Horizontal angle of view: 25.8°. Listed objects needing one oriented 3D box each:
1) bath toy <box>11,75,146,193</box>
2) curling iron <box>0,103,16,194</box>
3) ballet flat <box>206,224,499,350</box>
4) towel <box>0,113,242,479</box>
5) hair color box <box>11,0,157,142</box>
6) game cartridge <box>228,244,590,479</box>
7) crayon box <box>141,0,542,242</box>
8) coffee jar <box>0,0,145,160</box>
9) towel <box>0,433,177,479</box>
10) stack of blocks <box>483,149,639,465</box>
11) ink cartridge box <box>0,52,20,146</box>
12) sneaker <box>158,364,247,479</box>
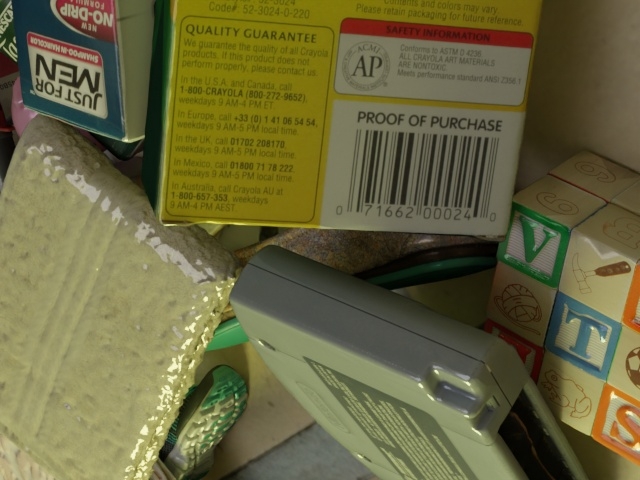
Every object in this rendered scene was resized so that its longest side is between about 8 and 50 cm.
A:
[{"bbox_3d":[-0.195,-0.083,1.079,0.151,0.129,0.348,-1,111,44],"label":"bath toy"},{"bbox_3d":[-0.258,-0.100,1.139,0.035,0.068,0.274,-13,90,44],"label":"curling iron"},{"bbox_3d":[0.000,0.000,0.976,0.316,0.107,0.106,-20,78,42],"label":"ballet flat"},{"bbox_3d":[-0.171,0.062,1.022,0.187,0.049,0.282,37,127,12],"label":"towel"},{"bbox_3d":[-0.092,-0.249,0.798,0.105,0.174,0.347,19,121,39],"label":"hair color box"},{"bbox_3d":[0.064,0.110,0.891,0.198,0.062,0.297,26,162,35],"label":"game cartridge"},{"bbox_3d":[0.020,-0.165,0.740,0.081,0.202,0.319,-125,40,-67],"label":"crayon box"},{"bbox_3d":[-0.172,-0.146,0.958,0.184,0.079,0.096,40,135,-5],"label":"coffee jar"},{"bbox_3d":[-0.237,0.256,1.319,0.317,0.053,0.332,44,137,37],"label":"towel"},{"bbox_3d":[0.240,0.057,0.768,0.297,0.087,0.171,29,130,30],"label":"stack of blocks"},{"bbox_3d":[-0.305,-0.054,1.176,0.092,0.158,0.218,-11,104,46],"label":"ink cartridge box"},{"bbox_3d":[-0.118,0.149,1.186,0.076,0.065,0.166,49,135,18],"label":"sneaker"}]
